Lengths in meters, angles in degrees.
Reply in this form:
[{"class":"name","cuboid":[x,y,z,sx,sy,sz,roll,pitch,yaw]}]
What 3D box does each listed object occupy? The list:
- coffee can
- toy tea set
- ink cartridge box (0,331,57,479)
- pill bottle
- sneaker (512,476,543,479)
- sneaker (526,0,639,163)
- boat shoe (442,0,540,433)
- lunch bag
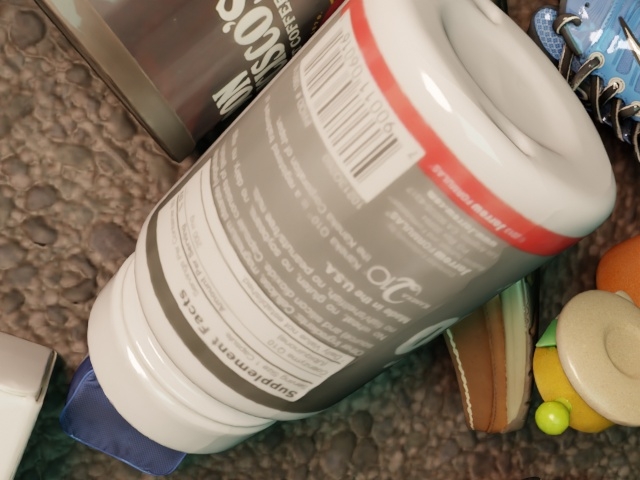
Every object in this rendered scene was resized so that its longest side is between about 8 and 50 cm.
[{"class":"coffee can","cuboid":[-0.040,-0.207,0.441,0.275,0.201,0.201,-41,106,-5]},{"class":"toy tea set","cuboid":[0.223,0.112,0.544,0.336,0.124,0.200,-27,76,-35]},{"class":"ink cartridge box","cuboid":[-0.304,0.169,0.482,0.196,0.114,0.273,22,94,-15]},{"class":"pill bottle","cuboid":[0.000,0.000,0.449,0.161,0.161,0.283,38,125,-17]},{"class":"sneaker","cuboid":[0.100,0.302,0.630,0.283,0.107,0.124,-46,73,8]},{"class":"sneaker","cuboid":[0.210,-0.103,0.534,0.147,0.130,0.330,-13,70,1]},{"class":"boat shoe","cuboid":[0.083,-0.027,0.558,0.119,0.122,0.324,-6,101,19]},{"class":"lunch bag","cuboid":[-0.117,0.105,0.543,0.098,0.065,0.067,33,113,-16]}]
